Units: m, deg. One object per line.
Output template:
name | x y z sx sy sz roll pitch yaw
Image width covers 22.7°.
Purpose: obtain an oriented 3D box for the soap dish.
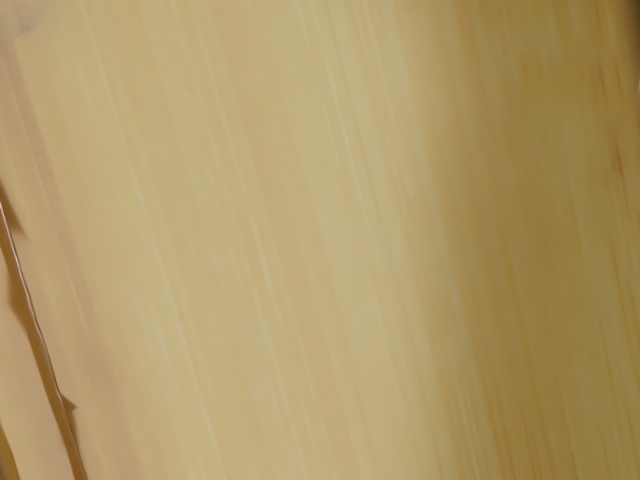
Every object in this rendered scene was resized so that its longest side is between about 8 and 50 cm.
soap dish | 0.000 0.000 0.396 0.229 0.118 0.290 -19 110 -14
